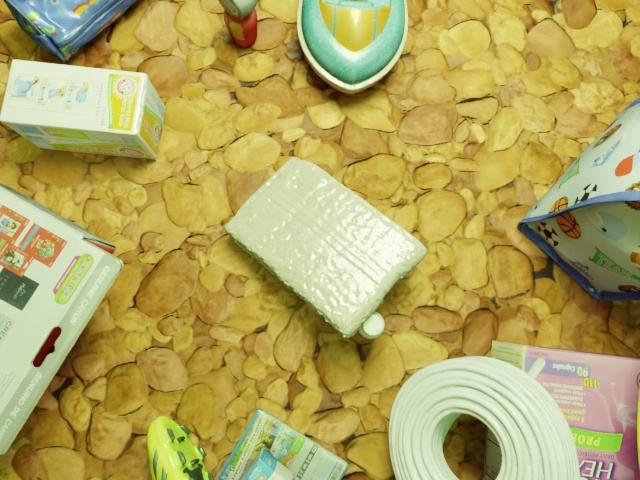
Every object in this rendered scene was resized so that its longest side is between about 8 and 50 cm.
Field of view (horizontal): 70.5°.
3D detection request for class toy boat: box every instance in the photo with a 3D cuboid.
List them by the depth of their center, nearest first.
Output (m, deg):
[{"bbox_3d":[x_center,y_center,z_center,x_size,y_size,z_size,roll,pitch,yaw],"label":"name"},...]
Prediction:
[{"bbox_3d":[-0.008,-0.381,0.757,0.318,0.148,0.267,-2,81,-3],"label":"toy boat"}]

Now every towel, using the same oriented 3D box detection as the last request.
[{"bbox_3d":[0.000,0.000,0.716,0.282,0.049,0.187,40,79,21],"label":"towel"}]

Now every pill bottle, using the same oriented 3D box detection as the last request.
[{"bbox_3d":[0.076,0.132,0.712,0.043,0.083,0.043,0,81,-2],"label":"pill bottle"}]

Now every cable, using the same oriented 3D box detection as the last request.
[{"bbox_3d":[0.209,0.290,0.619,0.089,0.257,0.257,16,71,-45],"label":"cable"}]

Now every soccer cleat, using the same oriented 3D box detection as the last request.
[{"bbox_3d":[-0.204,0.404,0.655,0.121,0.093,0.289,-26,82,1],"label":"soccer cleat"}]

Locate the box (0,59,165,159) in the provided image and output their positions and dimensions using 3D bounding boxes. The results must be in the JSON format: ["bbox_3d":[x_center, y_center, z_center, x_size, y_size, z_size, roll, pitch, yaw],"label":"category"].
[{"bbox_3d":[-0.371,-0.206,0.731,0.203,0.114,0.103,5,80,-2],"label":"box"}]

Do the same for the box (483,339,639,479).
[{"bbox_3d":[0.377,0.287,0.683,0.214,0.117,0.243,8,81,-1],"label":"box"}]

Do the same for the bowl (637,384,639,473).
[{"bbox_3d":[0.542,0.253,0.580,0.289,0.156,0.289,4,84,-38],"label":"bowl"}]

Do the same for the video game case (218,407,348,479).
[{"bbox_3d":[-0.057,0.358,0.706,0.166,0.015,0.119,31,82,2],"label":"video game case"}]

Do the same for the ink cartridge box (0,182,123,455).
[{"bbox_3d":[-0.466,0.102,0.672,0.272,0.130,0.309,30,81,1],"label":"ink cartridge box"}]

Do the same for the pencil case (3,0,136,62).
[{"bbox_3d":[-0.367,-0.435,0.764,0.306,0.119,0.133,-41,62,-7],"label":"pencil case"}]

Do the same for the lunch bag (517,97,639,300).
[{"bbox_3d":[0.527,-0.088,0.613,0.239,0.385,0.328,42,81,5],"label":"lunch bag"}]

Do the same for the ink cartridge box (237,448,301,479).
[{"bbox_3d":[-0.068,0.388,0.666,0.122,0.052,0.088,39,82,3],"label":"ink cartridge box"}]
